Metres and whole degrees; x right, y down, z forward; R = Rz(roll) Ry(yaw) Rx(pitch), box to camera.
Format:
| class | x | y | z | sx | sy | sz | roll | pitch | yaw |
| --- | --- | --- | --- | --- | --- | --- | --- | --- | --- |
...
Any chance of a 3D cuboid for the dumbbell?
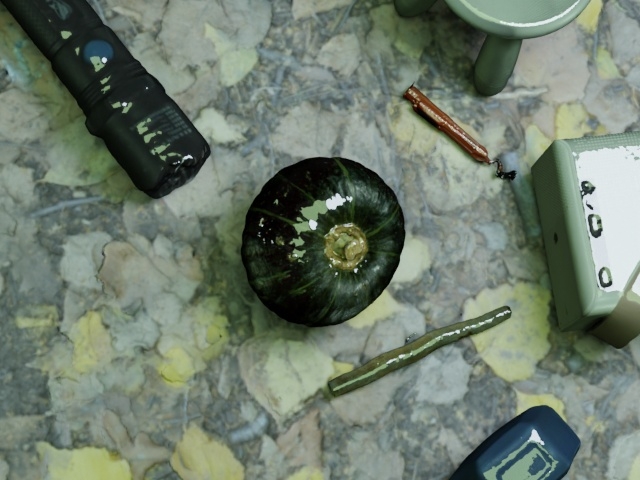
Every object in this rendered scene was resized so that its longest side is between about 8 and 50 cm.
| class | x | y | z | sx | sy | sz | roll | pitch | yaw |
| --- | --- | --- | --- | --- | --- | --- | --- | --- | --- |
| dumbbell | 0.291 | 0.342 | 1.491 | 0.144 | 0.160 | 0.325 | -42 | 85 | 23 |

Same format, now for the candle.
| class | x | y | z | sx | sy | sz | roll | pitch | yaw |
| --- | --- | --- | --- | --- | --- | --- | --- | --- | --- |
| candle | 0.166 | -0.125 | 1.622 | 0.167 | 0.021 | 0.026 | 41 | 60 | 4 |

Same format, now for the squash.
| class | x | y | z | sx | sy | sz | roll | pitch | yaw |
| --- | --- | --- | --- | --- | --- | --- | --- | --- | --- |
| squash | 0.003 | 0.002 | 1.525 | 0.193 | 0.156 | 0.193 | 7 | 73 | -23 |

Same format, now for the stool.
| class | x | y | z | sx | sy | sz | roll | pitch | yaw |
| --- | --- | --- | --- | --- | --- | --- | --- | --- | --- |
| stool | 0.205 | -0.301 | 1.566 | 0.195 | 0.198 | 0.195 | 45 | 79 | 3 |

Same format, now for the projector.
| class | x | y | z | sx | sy | sz | roll | pitch | yaw |
| --- | --- | --- | --- | --- | --- | --- | --- | --- | --- |
| projector | 0.354 | 0.000 | 1.544 | 0.177 | 0.163 | 0.242 | -6 | 77 | -4 |

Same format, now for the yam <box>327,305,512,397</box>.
| class | x | y | z | sx | sy | sz | roll | pitch | yaw |
| --- | --- | --- | --- | --- | --- | --- | --- | --- | --- |
| yam | 0.116 | 0.125 | 1.576 | 0.234 | 0.029 | 0.027 | -23 | 110 | -9 |

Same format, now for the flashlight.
| class | x | y | z | sx | sy | sz | roll | pitch | yaw |
| --- | --- | --- | --- | --- | --- | --- | --- | --- | --- |
| flashlight | -0.285 | -0.236 | 1.574 | 0.103 | 0.103 | 0.424 | -37 | 84 | -9 |
